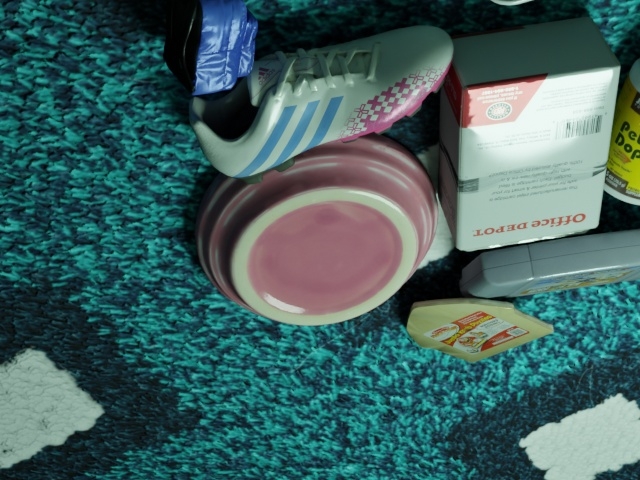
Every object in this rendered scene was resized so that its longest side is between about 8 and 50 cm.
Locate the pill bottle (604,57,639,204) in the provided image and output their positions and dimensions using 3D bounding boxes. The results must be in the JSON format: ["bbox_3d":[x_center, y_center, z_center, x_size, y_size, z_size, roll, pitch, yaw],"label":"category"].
[{"bbox_3d":[0.434,-0.157,1.737,0.117,0.117,0.215,2,131,-15],"label":"pill bottle"}]

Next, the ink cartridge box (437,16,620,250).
[{"bbox_3d":[0.257,-0.131,1.722,0.197,0.114,0.273,-9,134,-6],"label":"ink cartridge box"}]

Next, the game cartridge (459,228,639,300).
[{"bbox_3d":[0.353,0.032,1.871,0.297,0.062,0.198,-8,175,-6],"label":"game cartridge"}]

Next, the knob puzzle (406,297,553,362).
[{"bbox_3d":[0.211,0.116,1.975,0.213,0.030,0.213,3,153,2],"label":"knob puzzle"}]

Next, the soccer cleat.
[{"bbox_3d":[-0.004,-0.180,1.611,0.331,0.116,0.143,-27,137,13],"label":"soccer cleat"}]

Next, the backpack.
[{"bbox_3d":[-0.125,-0.244,1.544,0.101,0.098,0.120,-17,132,-29],"label":"backpack"}]

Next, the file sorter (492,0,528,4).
[{"bbox_3d":[0.231,-0.406,1.368,0.193,0.173,0.277,-17,147,-7],"label":"file sorter"}]

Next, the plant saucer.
[{"bbox_3d":[0.000,0.000,1.807,0.332,0.084,0.332,-6,133,-7],"label":"plant saucer"}]
